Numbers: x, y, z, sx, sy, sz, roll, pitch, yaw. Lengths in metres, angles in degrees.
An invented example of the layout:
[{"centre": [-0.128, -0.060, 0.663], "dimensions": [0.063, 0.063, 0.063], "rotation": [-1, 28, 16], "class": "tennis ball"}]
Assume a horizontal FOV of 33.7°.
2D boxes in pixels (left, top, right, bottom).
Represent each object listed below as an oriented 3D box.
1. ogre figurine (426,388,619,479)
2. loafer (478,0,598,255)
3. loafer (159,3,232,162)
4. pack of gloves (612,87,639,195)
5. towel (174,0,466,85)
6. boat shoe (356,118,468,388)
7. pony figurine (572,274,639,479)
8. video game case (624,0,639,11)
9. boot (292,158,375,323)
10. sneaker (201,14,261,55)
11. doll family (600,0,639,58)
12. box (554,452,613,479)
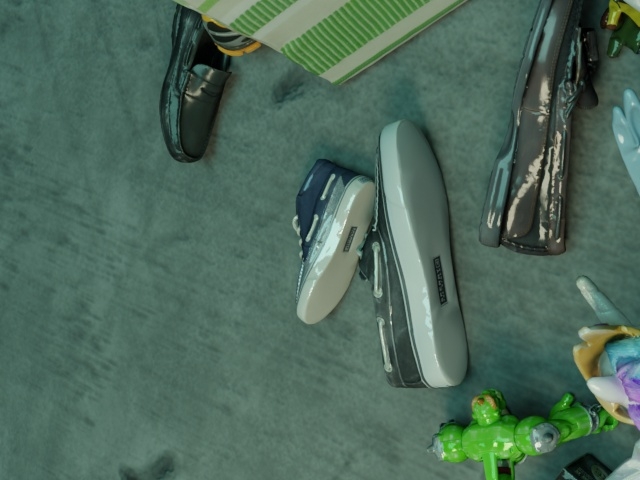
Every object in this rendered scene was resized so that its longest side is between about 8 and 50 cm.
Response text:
[{"centre": [0.199, 0.202, 1.106], "dimensions": [0.197, 0.118, 0.097], "rotation": [9, 97, 33], "class": "ogre figurine"}, {"centre": [0.242, -0.128, 1.086], "dimensions": [0.095, 0.109, 0.302], "rotation": [16, 108, 13], "class": "loafer"}, {"centre": [-0.154, -0.209, 1.349], "dimensions": [0.078, 0.076, 0.223], "rotation": [10, 94, 41], "class": "loafer"}, {"centre": [0.386, -0.073, 0.965], "dimensions": [0.195, 0.046, 0.232], "rotation": [-10, 125, 32], "class": "pack of gloves"}, {"centre": [0.007, -0.279, 1.093], "dimensions": [0.248, 0.325, 0.038], "rotation": [-29, 61, 31], "class": "towel"}, {"centre": [0.088, 0.019, 1.186], "dimensions": [0.102, 0.108, 0.301], "rotation": [-9, 95, 32], "class": "boat shoe"}, {"centre": [0.327, 0.184, 0.871], "dimensions": [0.303, 0.363, 0.351], "rotation": [-24, 79, 32], "class": "pony figurine"}, {"centre": [0.474, -0.233, 0.871], "dimensions": [0.329, 0.036, 0.300], "rotation": [36, 115, 3], "class": "video game case"}, {"centre": [0.000, 0.000, 1.269], "dimensions": [0.086, 0.069, 0.190], "rotation": [30, 100, 37], "class": "boot"}, {"centre": [-0.048, -0.298, 1.255], "dimensions": [0.215, 0.083, 0.084], "rotation": [-35, 71, 12], "class": "sneaker"}, {"centre": [0.333, -0.264, 1.026], "dimensions": [0.111, 0.076, 0.193], "rotation": [43, 109, 29], "class": "doll family"}, {"centre": [0.291, 0.335, 1.074], "dimensions": [0.180, 0.077, 0.147], "rotation": [39, 113, 26], "class": "box"}]
